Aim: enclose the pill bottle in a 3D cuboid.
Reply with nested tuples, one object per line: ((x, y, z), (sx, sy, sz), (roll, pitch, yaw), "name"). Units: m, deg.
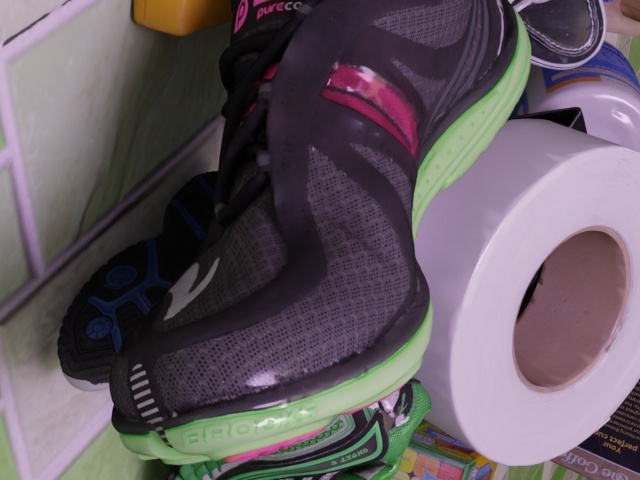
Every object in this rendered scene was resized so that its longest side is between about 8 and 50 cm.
((0.291, -0.146, 1.360), (0.272, 0.152, 0.152), (-76, 174, -63), "pill bottle")

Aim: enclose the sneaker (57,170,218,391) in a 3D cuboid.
((-0.097, 0.038, 0.819), (0.211, 0.080, 0.081), (-47, 145, -42), "sneaker")

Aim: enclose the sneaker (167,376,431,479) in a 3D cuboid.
((-0.028, 0.169, 0.915), (0.134, 0.146, 0.343), (-58, -179, -30), "sneaker")

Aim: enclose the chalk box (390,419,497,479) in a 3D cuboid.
((0.119, 0.298, 1.460), (0.213, 0.132, 0.132), (1, 107, -68), "chalk box")

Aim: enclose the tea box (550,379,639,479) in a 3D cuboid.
((0.312, 0.078, 1.452), (0.220, 0.329, 0.323), (-29, 135, -51), "tea box")

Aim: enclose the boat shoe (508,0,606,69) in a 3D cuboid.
((0.164, -0.239, 1.000), (0.113, 0.105, 0.306), (-42, 127, 2), "boat shoe")

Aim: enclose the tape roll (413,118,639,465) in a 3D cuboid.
((0.180, 0.045, 1.020), (0.286, 0.100, 0.286), (-18, 119, -35), "tape roll")

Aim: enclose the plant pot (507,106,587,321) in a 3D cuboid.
((0.177, -0.006, 1.208), (0.188, 0.187, 0.167), (-53, 125, -38), "plant pot")

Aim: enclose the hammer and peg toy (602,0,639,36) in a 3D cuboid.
((0.220, -0.332, 1.141), (0.361, 0.127, 0.266), (1, 115, -34), "hammer and peg toy")

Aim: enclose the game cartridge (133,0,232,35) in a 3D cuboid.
((-0.015, -0.315, 0.777), (0.285, 0.053, 0.323), (-34, 141, -56), "game cartridge")

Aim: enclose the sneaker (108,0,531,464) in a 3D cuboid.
((-0.013, -0.061, 0.725), (0.202, 0.185, 0.483), (59, 35, -27), "sneaker")
